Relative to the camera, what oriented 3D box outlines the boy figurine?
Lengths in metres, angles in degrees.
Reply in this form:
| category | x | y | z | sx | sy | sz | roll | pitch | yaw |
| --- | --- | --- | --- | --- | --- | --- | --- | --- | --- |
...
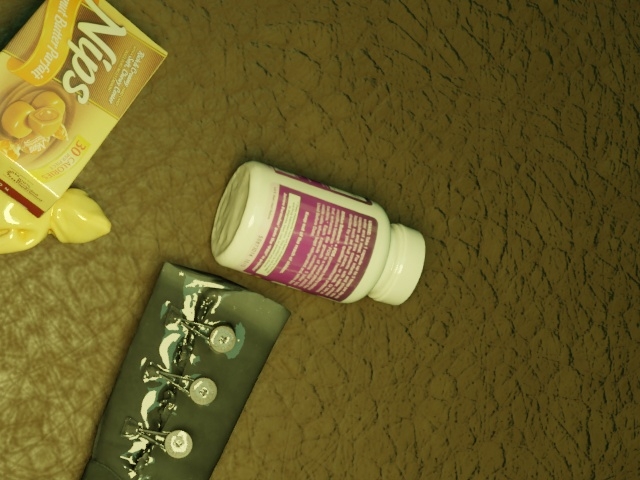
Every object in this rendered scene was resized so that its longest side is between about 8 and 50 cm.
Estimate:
| category | x | y | z | sx | sy | sz | roll | pitch | yaw |
| --- | --- | --- | --- | --- | --- | --- | --- | --- | --- |
| boy figurine | -0.436 | -0.064 | 1.691 | 0.285 | 0.092 | 0.177 | 11 | 83 | -22 |

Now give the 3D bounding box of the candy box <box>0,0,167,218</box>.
| category | x | y | z | sx | sy | sz | roll | pitch | yaw |
| --- | --- | --- | --- | --- | --- | --- | --- | --- | --- |
| candy box | -0.371 | -0.207 | 1.671 | 0.183 | 0.087 | 0.316 | 40 | 52 | -15 |

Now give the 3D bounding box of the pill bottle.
| category | x | y | z | sx | sy | sz | roll | pitch | yaw |
| --- | --- | --- | --- | --- | --- | --- | --- | --- | --- |
| pill bottle | 0.000 | 0.000 | 1.820 | 0.302 | 0.169 | 0.169 | 19 | 80 | -19 |

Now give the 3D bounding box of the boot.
| category | x | y | z | sx | sy | sz | roll | pitch | yaw |
| --- | --- | --- | --- | --- | --- | --- | --- | --- | --- |
| boot | -0.149 | 0.293 | 1.770 | 0.367 | 0.146 | 0.445 | 25 | 74 | -20 |
